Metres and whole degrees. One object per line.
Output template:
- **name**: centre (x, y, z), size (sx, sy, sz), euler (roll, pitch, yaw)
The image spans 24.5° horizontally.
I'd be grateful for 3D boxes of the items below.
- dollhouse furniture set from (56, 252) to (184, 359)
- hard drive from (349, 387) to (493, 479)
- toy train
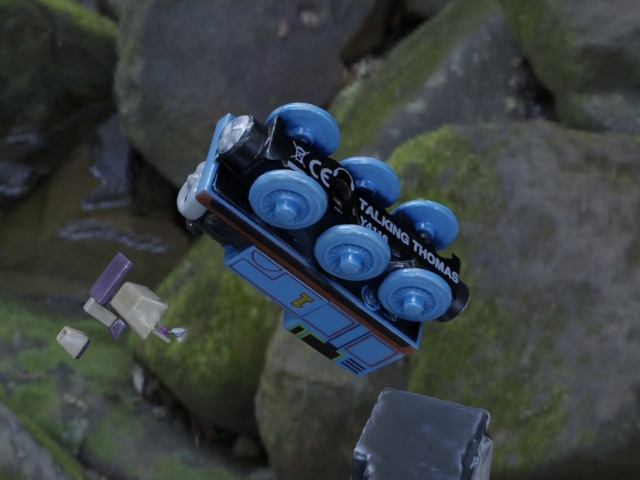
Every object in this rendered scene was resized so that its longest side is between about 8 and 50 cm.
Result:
- **dollhouse furniture set**: centre (-0.140, 0.079, 1.151), size (0.091, 0.081, 0.114), euler (-54, 25, -3)
- **hard drive**: centre (0.015, 0.271, 0.688), size (0.064, 0.339, 0.237), euler (13, 35, 14)
- **toy train**: centre (0.000, 0.000, 0.838), size (0.184, 0.105, 0.080), euler (36, 42, -26)
